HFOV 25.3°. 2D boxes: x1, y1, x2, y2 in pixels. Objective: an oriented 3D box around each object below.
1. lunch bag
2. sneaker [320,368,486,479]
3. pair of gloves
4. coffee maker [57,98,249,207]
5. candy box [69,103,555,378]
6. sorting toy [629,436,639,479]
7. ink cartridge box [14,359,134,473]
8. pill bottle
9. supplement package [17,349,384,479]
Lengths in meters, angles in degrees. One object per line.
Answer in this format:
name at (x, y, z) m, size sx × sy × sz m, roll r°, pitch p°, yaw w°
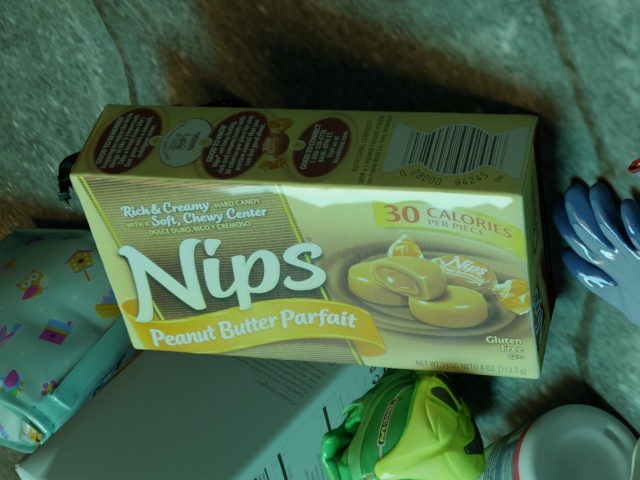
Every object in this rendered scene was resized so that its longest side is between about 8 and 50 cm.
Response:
lunch bag at (-0.290, 0.106, 1.511) m, size 0.262 × 0.223 × 0.160 m, roll 6°, pitch 137°, yaw 47°
sneaker at (0.058, 0.148, 1.136) m, size 0.295 × 0.124 × 0.109 m, roll 24°, pitch -138°, yaw -85°
pair of gloves at (0.237, 0.012, 0.919) m, size 0.159 × 0.023 × 0.198 m, roll 47°, pitch 152°, yaw -5°
coffee maker at (-0.126, -0.022, 1.206) m, size 0.171 × 0.120 × 0.178 m, roll 4°, pitch 145°, yaw -3°
candy box at (0.000, 0.000, 1.018) m, size 0.317 × 0.087 × 0.183 m, roll 4°, pitch 135°, yaw 17°
sorting toy at (0.260, 0.189, 1.050) m, size 0.083 × 0.075 × 0.044 m, roll 23°, pitch 143°, yaw 36°
ink cartridge box at (-0.163, 0.247, 1.545) m, size 0.198 × 0.197 × 0.270 m, roll 52°, pitch 150°, yaw -11°
pill bottle at (0.174, 0.205, 1.149) m, size 0.108 × 0.108 × 0.180 m, roll 45°, pitch 151°, yaw 3°
supplement package at (-0.093, 0.198, 1.298) m, size 0.178 × 0.293 × 0.175 m, roll 27°, pitch 145°, yaw 32°
